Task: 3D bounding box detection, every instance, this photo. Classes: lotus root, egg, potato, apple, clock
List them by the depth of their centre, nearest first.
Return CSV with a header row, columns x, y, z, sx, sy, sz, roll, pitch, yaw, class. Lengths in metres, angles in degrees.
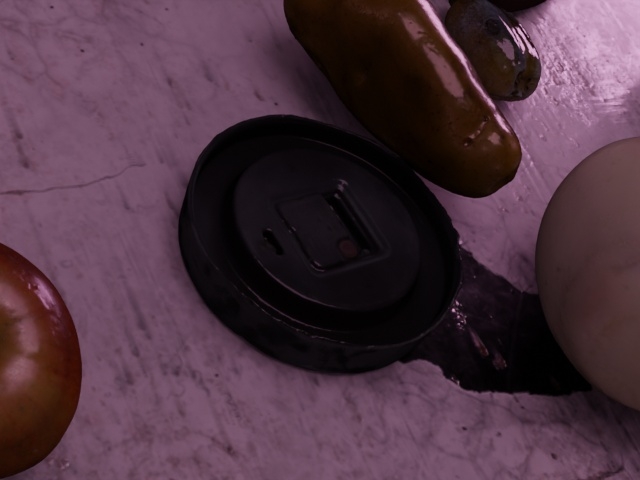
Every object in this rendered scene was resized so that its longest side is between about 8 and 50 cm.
x,y,z,sx,sy,sz,roll,pitch,yaw,class
-0.323,0.105,1.344,0.210,0.173,0.234,-24,80,-16,apple
0.000,0.000,1.678,0.325,0.067,0.325,14,48,-16,clock
0.382,0.030,1.710,0.283,0.283,0.345,11,37,-20,egg
0.104,-0.196,1.800,0.176,0.195,0.369,-17,60,-45,potato
0.220,-0.265,2.001,0.113,0.088,0.192,4,49,-46,lotus root

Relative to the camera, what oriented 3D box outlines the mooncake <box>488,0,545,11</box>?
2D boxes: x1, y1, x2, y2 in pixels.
x,y,z,sx,sy,sz,roll,pitch,yaw,class
0.244,-0.479,2.136,0.334,0.174,0.325,6,49,-22,mooncake
